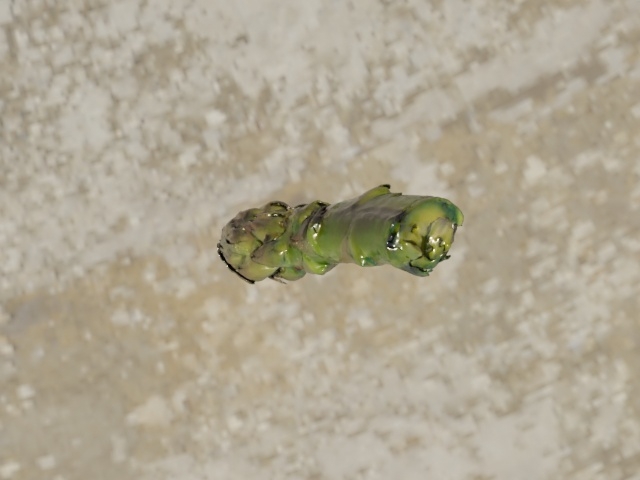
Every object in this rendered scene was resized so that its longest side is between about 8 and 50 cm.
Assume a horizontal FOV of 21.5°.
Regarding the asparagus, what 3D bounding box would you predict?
[{"bbox_3d":[0.000,0.000,0.638,0.030,0.036,0.165,29,163,-25],"label":"asparagus"}]
